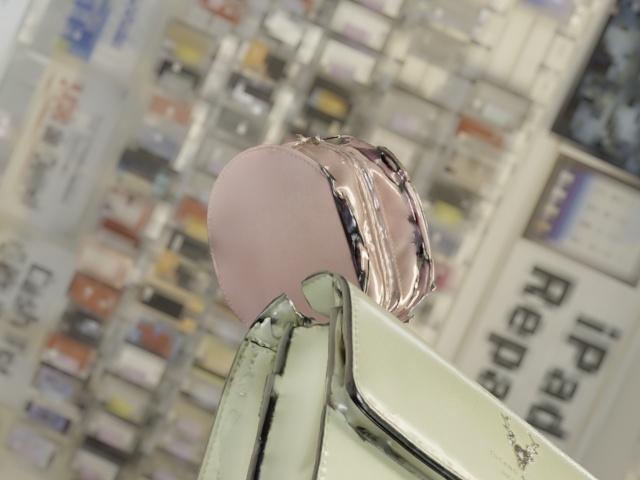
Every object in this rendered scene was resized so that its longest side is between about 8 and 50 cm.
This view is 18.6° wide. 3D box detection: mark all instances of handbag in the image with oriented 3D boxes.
[{"bbox_3d":[0.001,0.000,1.831,0.116,0.179,0.205,-23,98,-55],"label":"handbag"},{"bbox_3d":[0.091,0.211,1.427,0.160,0.358,0.237,-32,-149,33],"label":"handbag"}]
